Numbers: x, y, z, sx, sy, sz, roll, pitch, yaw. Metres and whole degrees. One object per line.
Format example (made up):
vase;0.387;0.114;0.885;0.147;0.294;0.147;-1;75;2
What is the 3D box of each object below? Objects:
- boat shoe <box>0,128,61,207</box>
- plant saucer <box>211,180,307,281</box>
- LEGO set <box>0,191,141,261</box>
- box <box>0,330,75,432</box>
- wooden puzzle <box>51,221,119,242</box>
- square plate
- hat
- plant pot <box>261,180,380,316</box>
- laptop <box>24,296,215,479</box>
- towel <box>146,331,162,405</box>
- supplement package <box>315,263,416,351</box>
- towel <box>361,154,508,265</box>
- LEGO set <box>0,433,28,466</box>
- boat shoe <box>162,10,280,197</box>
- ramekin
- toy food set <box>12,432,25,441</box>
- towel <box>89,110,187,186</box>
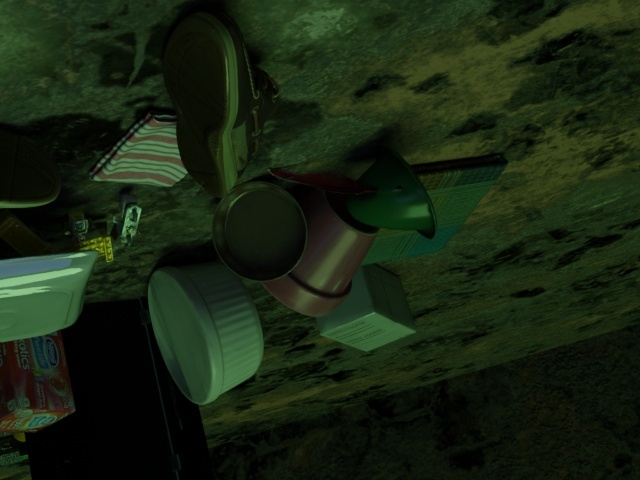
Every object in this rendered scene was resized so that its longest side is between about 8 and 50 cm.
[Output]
boat shoe;-0.496;-0.088;1.467;0.302;0.109;0.098;4;158;-29
plant saucer;-0.098;-0.016;1.866;0.168;0.169;0.029;-22;180;18
LEGO set;-0.426;-0.029;1.722;0.287;0.107;0.132;5;117;-34
box;-0.533;0.198;1.953;0.122;0.257;0.128;-29;156;30
wooden puzzle;-0.377;-0.002;1.810;0.116;0.079;0.014;-3;131;2
square plate;-0.523;0.106;1.708;0.347;0.049;0.344;-8;164;-20
hat;0.059;-0.046;1.823;0.183;0.208;0.173;-29;132;-12
plant pot;0.000;0.000;1.947;0.201;0.201;0.180;8;133;-47
laptop;-0.401;0.333;2.222;0.236;0.382;0.408;-16;160;5
towel;-0.459;0.287;2.343;0.282;0.187;0.049;-6;162;-26
supplement package;0.089;0.140;2.421;0.133;0.139;0.244;-24;157;19
towel;0.172;-0.051;2.134;0.271;0.040;0.370;-9;157;-19
LEGO set;-0.659;0.356;2.477;0.331;0.192;0.255;-19;130;1
boat shoe;-0.120;-0.192;1.481;0.123;0.123;0.342;-41;157;-24
ramekin;-0.213;0.163;2.109;0.127;0.273;0.273;-18;163;-28
toy food set;-0.585;0.261;2.174;0.111;0.232;0.104;18;131;-22
towel;-0.236;-0.127;1.650;0.144;0.029;0.197;4;152;-40
